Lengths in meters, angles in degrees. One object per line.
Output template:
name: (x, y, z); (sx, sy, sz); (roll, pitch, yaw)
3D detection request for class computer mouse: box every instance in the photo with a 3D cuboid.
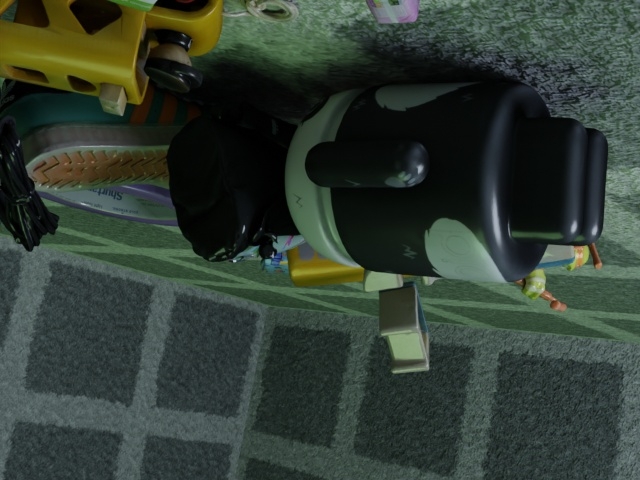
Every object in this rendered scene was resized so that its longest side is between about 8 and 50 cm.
computer mouse: (-0.293, -0.115, 0.787); (0.262, 0.060, 0.184); (48, 155, 26)

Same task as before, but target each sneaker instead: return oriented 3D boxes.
sneaker: (-0.181, -0.124, 0.939); (0.302, 0.121, 0.108); (-4, 154, -46)

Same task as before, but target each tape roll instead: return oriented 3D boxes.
tape roll: (-0.271, -0.093, 1.223); (0.275, 0.090, 0.275); (10, 172, 2)

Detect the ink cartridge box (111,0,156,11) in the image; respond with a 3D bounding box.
ink cartridge box: (-0.121, -0.203, 0.369); (0.189, 0.097, 0.255); (14, 171, -21)

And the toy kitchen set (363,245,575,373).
toy kitchen set: (0.159, 0.034, 0.956); (0.207, 0.122, 0.166); (-9, 125, 14)

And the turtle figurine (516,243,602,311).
turtle figurine: (0.247, 0.002, 1.164); (0.217, 0.087, 0.269); (13, -154, 18)

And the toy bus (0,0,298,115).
toy bus: (-0.153, -0.151, 0.690); (0.202, 0.104, 0.191); (3, 168, 41)

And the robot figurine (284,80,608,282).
robot figurine: (0.102, -0.056, 0.799); (0.278, 0.173, 0.209); (4, 142, 34)

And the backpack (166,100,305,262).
backpack: (-0.064, -0.050, 0.909); (0.115, 0.152, 0.182); (-15, 174, 32)

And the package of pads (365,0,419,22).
package of pads: (0.038, -0.169, 0.540); (0.032, 0.050, 0.083); (2, 168, 18)

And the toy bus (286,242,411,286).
toy bus: (0.060, -0.023, 1.051); (0.333, 0.130, 0.108); (-6, 170, 2)

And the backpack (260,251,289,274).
backpack: (0.000, 0.000, 1.406); (0.173, 0.117, 0.158); (9, 172, -9)
